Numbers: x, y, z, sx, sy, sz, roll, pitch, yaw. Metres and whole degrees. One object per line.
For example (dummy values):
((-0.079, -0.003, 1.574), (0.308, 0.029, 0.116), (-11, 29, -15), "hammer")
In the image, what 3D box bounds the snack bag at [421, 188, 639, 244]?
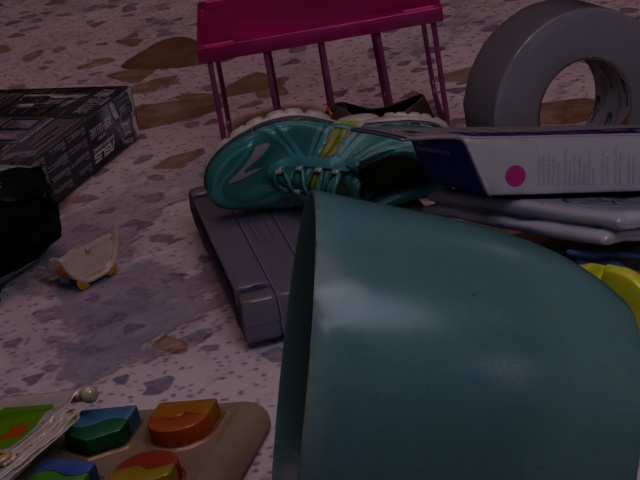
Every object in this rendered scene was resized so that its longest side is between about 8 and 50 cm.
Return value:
((0.321, -0.031, 1.751), (0.342, 0.037, 0.323), (-4, 6, -28), "snack bag")

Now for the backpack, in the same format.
((-0.370, -0.020, 1.990), (0.115, 0.152, 0.182), (-1, 17, 30), "backpack")

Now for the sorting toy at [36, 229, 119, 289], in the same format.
((-0.268, 0.023, 1.974), (0.075, 0.045, 0.083), (3, 24, 44), "sorting toy")

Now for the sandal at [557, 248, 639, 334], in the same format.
((0.194, 0.054, 1.631), (0.317, 0.126, 0.138), (14, 17, 37), "sandal")

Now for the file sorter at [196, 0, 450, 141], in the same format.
((0.007, -0.206, 2.236), (0.291, 0.182, 0.202), (-10, 23, 1), "file sorter")

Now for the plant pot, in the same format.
((0.094, 0.121, 1.286), (0.235, 0.293, 0.293), (6, 21, -5), "plant pot")

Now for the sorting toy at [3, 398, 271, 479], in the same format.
((-0.165, 0.184, 1.533), (0.208, 0.038, 0.193), (-2, 23, 17), "sorting toy")

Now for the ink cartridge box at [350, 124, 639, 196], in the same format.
((0.228, -0.081, 1.763), (0.371, 0.069, 0.176), (0, 6, -15), "ink cartridge box")

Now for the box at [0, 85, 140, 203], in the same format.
((-0.405, -0.112, 2.307), (0.242, 0.076, 0.307), (0, 24, 22), "box")

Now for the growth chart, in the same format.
((-0.297, 0.189, 1.553), (0.172, 0.021, 0.237), (-13, 19, 32), "growth chart")

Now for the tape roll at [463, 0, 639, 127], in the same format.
((0.264, -0.145, 1.936), (0.219, 0.219, 0.072), (-17, 22, -19), "tape roll")

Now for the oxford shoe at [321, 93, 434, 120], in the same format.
((0.002, -0.114, 2.120), (0.271, 0.098, 0.097), (-10, 22, -3), "oxford shoe")

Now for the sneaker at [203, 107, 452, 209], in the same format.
((0.011, -0.075, 1.880), (0.275, 0.107, 0.110), (-7, 31, 7), "sneaker")

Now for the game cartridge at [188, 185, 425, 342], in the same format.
((0.000, 0.000, 1.901), (0.230, 0.068, 0.355), (-9, 21, -9), "game cartridge")
